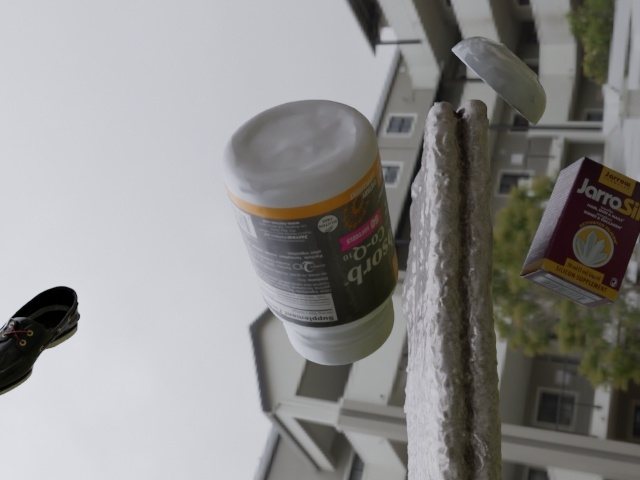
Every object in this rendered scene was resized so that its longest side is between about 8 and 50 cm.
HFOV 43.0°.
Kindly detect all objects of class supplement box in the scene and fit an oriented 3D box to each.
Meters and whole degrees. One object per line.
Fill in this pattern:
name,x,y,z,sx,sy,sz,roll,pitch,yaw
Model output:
supplement box,0.177,-0.004,0.540,0.043,0.055,0.083,120,174,-78

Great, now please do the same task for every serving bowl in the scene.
serving bowl,0.135,-0.121,0.591,0.027,0.083,0.083,-48,-17,17

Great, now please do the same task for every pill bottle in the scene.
pill bottle,0.000,0.000,0.888,0.278,0.162,0.162,75,-150,-42

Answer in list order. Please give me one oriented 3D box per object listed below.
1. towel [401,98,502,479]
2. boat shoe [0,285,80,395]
towel,0.087,0.058,0.573,0.187,0.049,0.282,85,-174,-68
boat shoe,-0.247,0.081,0.669,0.133,0.049,0.042,-51,-23,-57
